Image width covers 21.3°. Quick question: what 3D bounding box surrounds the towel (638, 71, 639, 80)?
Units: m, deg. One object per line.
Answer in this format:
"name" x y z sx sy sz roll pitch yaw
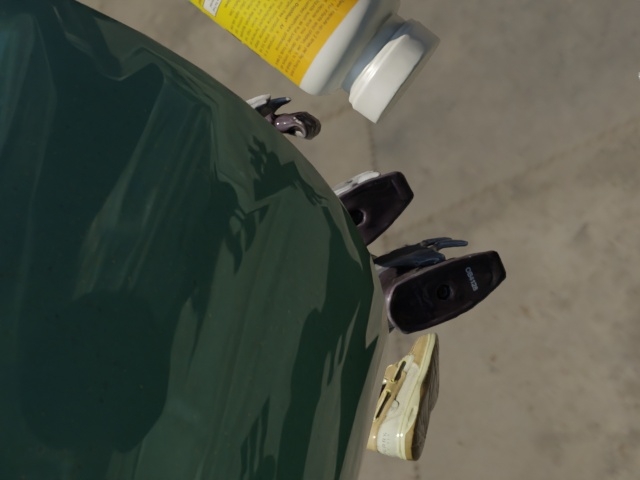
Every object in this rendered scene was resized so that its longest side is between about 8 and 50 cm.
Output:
"towel" 0.413 -0.011 1.140 0.271 0.040 0.370 -28 88 -11

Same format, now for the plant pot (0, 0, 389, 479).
"plant pot" -0.136 0.107 0.448 0.293 0.293 0.235 -22 42 30

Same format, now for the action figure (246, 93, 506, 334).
"action figure" 0.000 0.000 1.097 0.099 0.185 0.285 -39 17 -13

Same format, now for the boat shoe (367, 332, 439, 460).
"boat shoe" 0.061 0.111 1.262 0.045 0.050 0.135 3 28 13

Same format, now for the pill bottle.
"pill bottle" -0.010 -0.192 1.387 0.208 0.117 0.117 38 94 2
